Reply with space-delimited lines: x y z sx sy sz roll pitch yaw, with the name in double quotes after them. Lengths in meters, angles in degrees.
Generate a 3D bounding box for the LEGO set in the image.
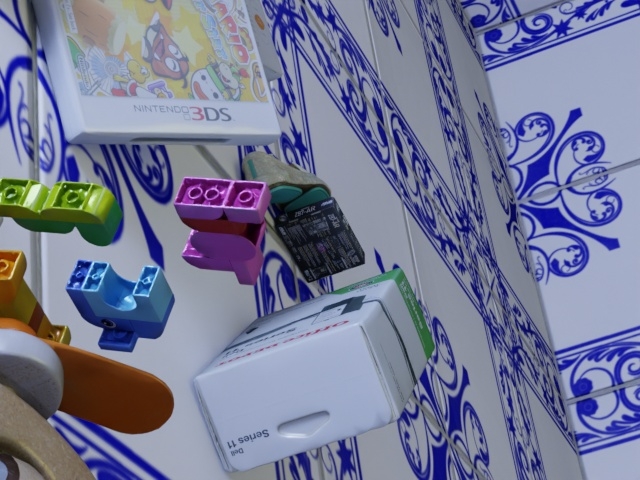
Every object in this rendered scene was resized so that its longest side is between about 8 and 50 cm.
-0.136 0.024 0.812 0.093 0.227 0.087 71 30 -49 "LEGO set"

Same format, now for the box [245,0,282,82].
-0.117 -0.221 1.346 0.130 0.091 0.170 18 54 -72 "box"

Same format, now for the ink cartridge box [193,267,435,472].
0.000 0.104 1.248 0.208 0.153 0.087 -45 114 -75 "ink cartridge box"

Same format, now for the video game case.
-0.137 -0.184 1.183 0.206 0.026 0.227 -3 72 -46 "video game case"

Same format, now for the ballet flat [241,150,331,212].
-0.033 -0.061 1.524 0.052 0.057 0.168 65 13 14 "ballet flat"

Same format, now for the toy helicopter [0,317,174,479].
-0.194 0.061 0.676 0.355 0.140 0.235 55 25 -11 "toy helicopter"

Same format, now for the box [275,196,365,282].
0.000 0.000 1.538 0.018 0.067 0.083 -90 155 -52 "box"
